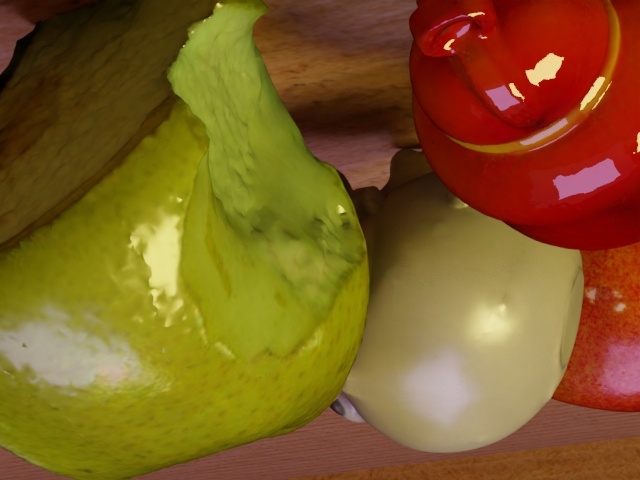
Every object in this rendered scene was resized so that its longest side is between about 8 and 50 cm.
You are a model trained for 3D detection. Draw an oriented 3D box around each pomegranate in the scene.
[{"bbox_3d":[0.217,0.032,1.343,0.257,0.220,0.221,4,167,15],"label":"pomegranate"}]

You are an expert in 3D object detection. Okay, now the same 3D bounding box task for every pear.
[{"bbox_3d":[-0.076,0.019,0.970,0.176,0.286,0.282,-12,127,29],"label":"pear"}]

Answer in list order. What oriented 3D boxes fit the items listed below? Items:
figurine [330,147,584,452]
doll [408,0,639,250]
[{"bbox_3d":[0.000,0.000,1.219,0.394,0.274,0.226,12,127,20],"label":"figurine"},{"bbox_3d":[0.148,-0.082,0.960,0.183,0.160,0.363,-29,156,25],"label":"doll"}]
